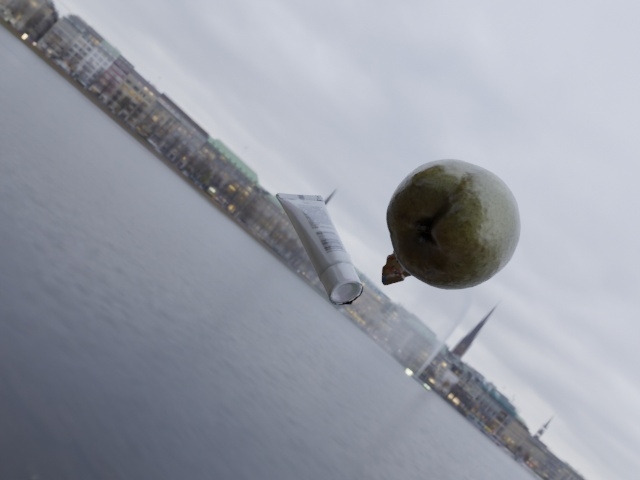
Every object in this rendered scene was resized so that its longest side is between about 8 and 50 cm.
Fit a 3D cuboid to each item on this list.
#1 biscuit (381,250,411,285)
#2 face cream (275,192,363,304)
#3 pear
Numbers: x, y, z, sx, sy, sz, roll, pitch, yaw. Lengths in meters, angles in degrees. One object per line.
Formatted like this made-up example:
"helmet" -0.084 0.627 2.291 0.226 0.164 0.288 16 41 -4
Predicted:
"biscuit" 0.184 0.051 1.325 0.119 0.130 0.019 27 -20 53
"face cream" 0.000 0.000 0.985 0.092 0.058 0.243 1 43 -28
"pear" 0.158 -0.020 0.718 0.167 0.137 0.167 23 -60 47
